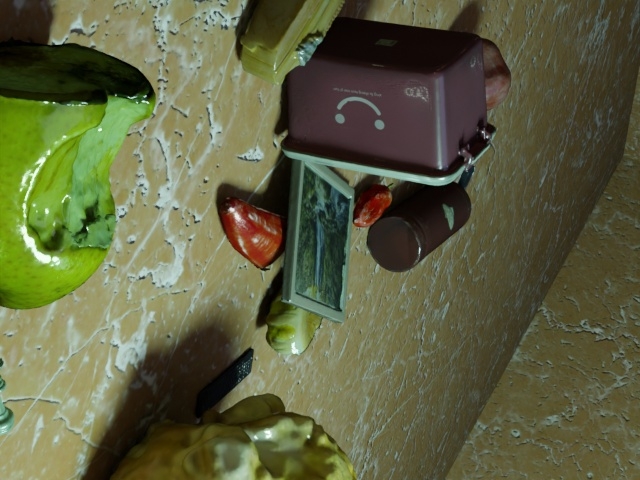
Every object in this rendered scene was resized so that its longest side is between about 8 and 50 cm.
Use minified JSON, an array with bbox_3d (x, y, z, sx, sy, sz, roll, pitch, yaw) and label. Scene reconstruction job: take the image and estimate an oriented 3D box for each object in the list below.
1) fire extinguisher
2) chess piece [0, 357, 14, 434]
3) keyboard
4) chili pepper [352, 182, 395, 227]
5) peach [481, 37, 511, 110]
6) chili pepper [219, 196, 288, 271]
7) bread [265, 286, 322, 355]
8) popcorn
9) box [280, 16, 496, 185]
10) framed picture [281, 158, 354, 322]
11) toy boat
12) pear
[{"bbox_3d":[0.220,-0.052,2.328,0.337,0.114,0.135,-34,151,-56],"label":"fire extinguisher"},{"bbox_3d":[-0.359,0.166,1.282,0.042,0.042,0.093,-37,137,-53],"label":"chess piece"},{"bbox_3d":[-0.151,0.227,1.873,0.155,0.010,0.053,-39,144,-50],"label":"keyboard"},{"bbox_3d":[0.091,-0.064,2.095,0.191,0.050,0.059,-43,138,-59],"label":"chili pepper"},{"bbox_3d":[0.273,-0.304,2.207,0.152,0.152,0.152,-50,153,-37],"label":"peach"},{"bbox_3d":[-0.102,-0.024,1.673,0.088,0.065,0.169,-64,155,-9],"label":"chili pepper"},{"bbox_3d":[-0.045,0.116,1.911,0.094,0.083,0.157,77,26,-53],"label":"bread"},{"bbox_3d":[-0.128,0.413,1.659,0.390,0.354,0.344,-63,167,-4],"label":"popcorn"},{"bbox_3d":[0.094,-0.207,1.661,0.193,0.294,0.167,-42,137,-49],"label":"box"},{"bbox_3d":[0.000,0.000,1.861,0.324,0.020,0.240,36,58,-72],"label":"framed picture"},{"bbox_3d":[-0.004,-0.342,1.540,0.310,0.089,0.115,-65,162,-7],"label":"toy boat"},{"bbox_3d":[-0.282,-0.047,1.082,0.238,0.164,0.255,-25,135,-63],"label":"pear"}]
